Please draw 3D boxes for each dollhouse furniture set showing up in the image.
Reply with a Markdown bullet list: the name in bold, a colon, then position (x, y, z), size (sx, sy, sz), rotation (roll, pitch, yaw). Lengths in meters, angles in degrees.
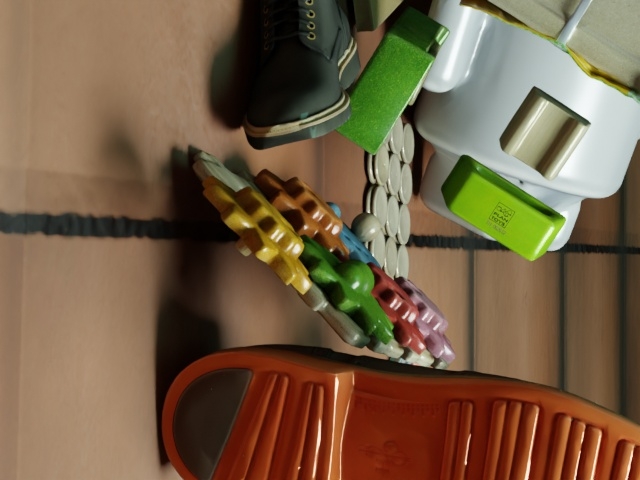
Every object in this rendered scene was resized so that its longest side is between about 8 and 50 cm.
- **dollhouse furniture set**: position (0.171, -0.166, 1.354), size (0.301, 0.197, 0.151), rotation (-58, 179, 15)

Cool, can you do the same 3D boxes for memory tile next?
- **memory tile**: position (0.059, -0.039, 1.551), size (0.113, 0.012, 0.148), rotation (28, 64, -69)

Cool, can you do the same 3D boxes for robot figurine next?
- **robot figurine**: position (0.208, -0.173, 1.609), size (0.300, 0.200, 0.353), rotation (10, 103, -44)

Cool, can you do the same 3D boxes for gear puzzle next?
- **gear puzzle**: position (0.000, 0.000, 1.154), size (0.175, 0.044, 0.339), rotation (48, 8, 18)

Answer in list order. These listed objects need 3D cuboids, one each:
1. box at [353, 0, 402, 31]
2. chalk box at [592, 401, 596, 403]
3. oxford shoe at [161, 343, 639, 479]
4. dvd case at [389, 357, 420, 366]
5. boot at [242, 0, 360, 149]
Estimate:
- **box**: position (0.046, -0.294, 1.500), size (0.164, 0.021, 0.201), rotation (-53, 140, -61)
- **chalk box**: position (0.131, 0.196, 1.254), size (0.132, 0.132, 0.213), rotation (74, 23, -44)
- **oxford shoe**: position (0.092, 0.130, 1.105), size (0.133, 0.363, 0.130), rotation (-20, 125, -73)
- **dvd case**: position (0.078, 0.151, 1.607), size (0.087, 0.013, 0.119), rotation (-59, 144, -56)
- **boot**: position (-0.026, -0.153, 1.227), size (0.198, 0.076, 0.137), rotation (-80, 159, -66)
